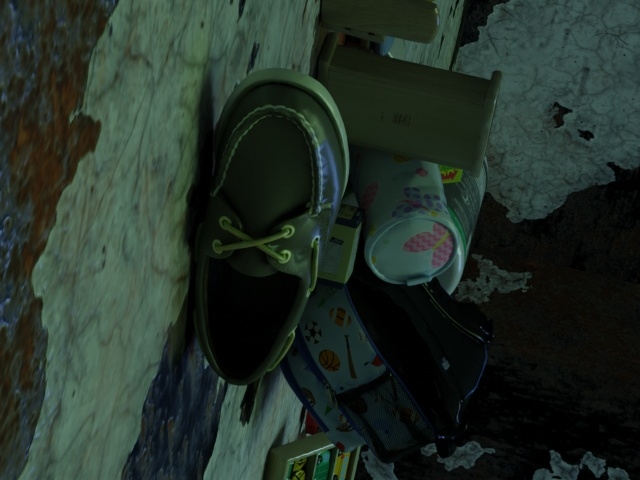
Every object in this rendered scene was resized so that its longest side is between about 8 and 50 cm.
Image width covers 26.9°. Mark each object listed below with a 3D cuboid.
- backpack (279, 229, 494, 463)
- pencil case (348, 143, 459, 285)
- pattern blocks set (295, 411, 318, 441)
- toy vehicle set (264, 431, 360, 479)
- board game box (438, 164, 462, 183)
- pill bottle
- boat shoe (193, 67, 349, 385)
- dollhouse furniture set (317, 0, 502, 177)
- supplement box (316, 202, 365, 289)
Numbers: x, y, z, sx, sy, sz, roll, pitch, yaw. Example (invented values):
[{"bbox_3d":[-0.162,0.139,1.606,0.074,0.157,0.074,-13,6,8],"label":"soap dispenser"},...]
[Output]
[{"bbox_3d":[0.071,0.117,1.680,0.263,0.213,0.276,60,25,-16],"label":"backpack"},{"bbox_3d":[0.088,-0.073,1.623,0.273,0.113,0.124,-101,-167,-47],"label":"pencil case"},{"bbox_3d":[-0.052,0.419,2.135,0.325,0.026,0.285,-67,168,-54],"label":"pattern blocks set"},{"bbox_3d":[-0.028,0.407,1.947,0.166,0.035,0.267,-11,119,-47],"label":"toy vehicle set"},{"bbox_3d":[0.120,-0.147,1.823,0.181,0.092,0.043,-114,-157,-45],"label":"board game box"},{"bbox_3d":[0.134,-0.069,1.951,0.361,0.204,0.204,-67,168,-55],"label":"pill bottle"},{"bbox_3d":[-0.045,-0.001,1.068,0.305,0.109,0.091,102,2,-48],"label":"boat shoe"},{"bbox_3d":[0.130,-0.279,1.545,0.286,0.198,0.303,94,11,-55],"label":"dollhouse furniture set"},{"bbox_3d":[0.000,0.000,1.515,0.056,0.083,0.083,-57,160,-71],"label":"supplement box"}]
